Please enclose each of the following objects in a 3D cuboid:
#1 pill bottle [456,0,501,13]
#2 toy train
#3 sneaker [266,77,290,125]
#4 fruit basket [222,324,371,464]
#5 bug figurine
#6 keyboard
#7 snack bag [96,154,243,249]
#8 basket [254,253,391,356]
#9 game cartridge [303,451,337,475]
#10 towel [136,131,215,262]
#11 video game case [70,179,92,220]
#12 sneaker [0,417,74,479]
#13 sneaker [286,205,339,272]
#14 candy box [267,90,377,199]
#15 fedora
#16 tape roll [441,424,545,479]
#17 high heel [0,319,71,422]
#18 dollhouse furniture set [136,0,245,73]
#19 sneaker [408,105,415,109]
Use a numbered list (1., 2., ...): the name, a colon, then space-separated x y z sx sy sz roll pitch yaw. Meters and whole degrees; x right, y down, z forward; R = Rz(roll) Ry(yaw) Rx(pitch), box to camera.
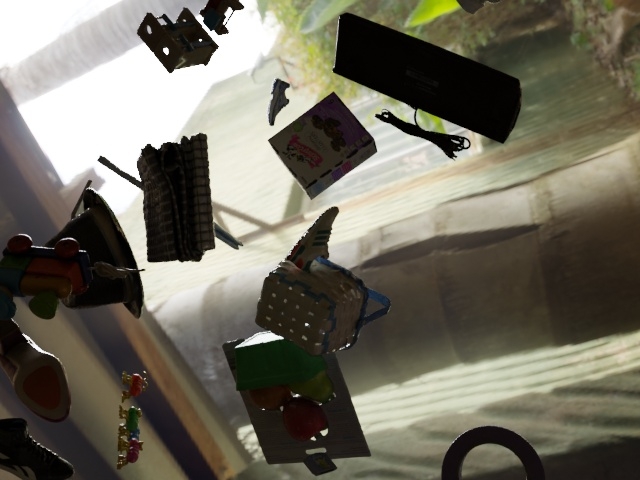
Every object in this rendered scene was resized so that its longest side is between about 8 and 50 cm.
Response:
1. pill bottle: 0.447 -0.679 1.819 0.136 0.245 0.136 28 -135 -32
2. toy train: -0.441 0.077 1.250 0.143 0.248 0.105 -77 -11 -52
3. sneaker: -0.115 -0.387 2.068 0.052 0.058 0.135 -126 47 -72
4. fruit basket: -0.059 0.390 1.844 0.165 0.327 0.353 -39 -71 -56
5. bug figurine: -0.551 0.533 2.146 0.216 0.072 0.279 -108 24 -63
6. keyboard: 0.163 -0.239 1.187 0.033 0.317 0.201 -52 -19 -34
7. snack bag: -0.383 -0.097 1.919 0.342 0.037 0.323 31 176 18
8. basket: -0.002 0.132 1.685 0.289 0.254 0.201 -27 -44 -53
9. game cartridge: -0.002 0.532 1.751 0.056 0.017 0.083 40 -160 33
10. towel: -0.291 -0.071 1.432 0.283 0.121 0.235 173 92 -72
11. video game case: -0.588 -0.079 1.798 0.087 0.011 0.122 115 169 -46
12. sneaker: -0.654 0.471 1.651 0.217 0.121 0.079 20 -157 -9
13. sneaker: 0.000 0.000 1.600 0.075 0.161 0.057 41 170 -5
14. candy box: 0.005 -0.219 1.694 0.165 0.196 0.070 53 178 21
15. fedora: -0.510 0.048 1.599 0.334 0.152 0.334 43 144 42
16. tape roll: 0.326 0.446 1.384 0.080 0.189 0.189 42 -148 -70
17. high heel: -0.717 0.356 1.863 0.377 0.127 0.181 44 150 36
18. dollhouse furniture set: -0.289 -0.487 1.616 0.129 0.184 0.129 50 -141 7
19. sneaker: 0.224 -0.328 1.764 0.037 0.032 0.083 60 -166 12
